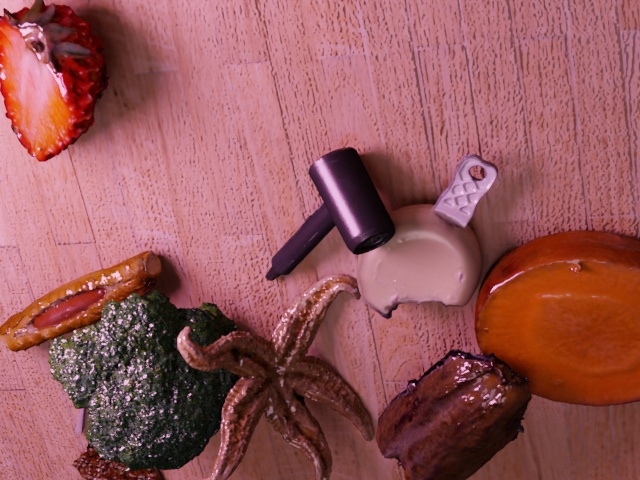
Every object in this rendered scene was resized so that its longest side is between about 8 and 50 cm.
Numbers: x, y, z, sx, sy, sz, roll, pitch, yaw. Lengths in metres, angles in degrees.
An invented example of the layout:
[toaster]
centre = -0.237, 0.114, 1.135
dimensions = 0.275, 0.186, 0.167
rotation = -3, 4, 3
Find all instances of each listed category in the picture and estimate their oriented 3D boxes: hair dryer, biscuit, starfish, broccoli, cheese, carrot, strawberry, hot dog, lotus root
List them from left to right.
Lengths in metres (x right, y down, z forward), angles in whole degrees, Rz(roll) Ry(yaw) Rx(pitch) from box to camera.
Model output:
[strawberry]
centre = -0.334, -0.206, 1.884
dimensions = 0.190, 0.111, 0.236
rotation = 50, 148, 16
[hot dog]
centre = -0.341, 0.090, 2.073
dimensions = 0.289, 0.083, 0.068
rotation = -27, 89, 29
[biscuit]
centre = -0.313, 0.360, 2.262
dimensions = 0.131, 0.026, 0.237
rotation = -13, 117, 20
[broccoli]
centre = -0.239, 0.189, 2.035
dimensions = 0.245, 0.265, 0.294
rotation = 25, 169, 33
[starfish]
centre = -0.050, 0.189, 2.008
dimensions = 0.375, 0.094, 0.327
rotation = 17, 95, -38
[hair dryer]
centre = 0.000, 0.000, 1.922
dimensions = 0.255, 0.070, 0.128
rotation = -49, 62, 45
[cheese]
centre = 0.133, -0.010, 1.891
dimensions = 0.163, 0.071, 0.249
rotation = 11, 122, 8
[lotus root]
centre = 0.175, 0.258, 1.979
dimensions = 0.167, 0.078, 0.329
rotation = 31, 143, 0
[carrot]
centre = 0.353, 0.108, 1.888
dimensions = 0.307, 0.100, 0.258
rotation = 10, 127, 8

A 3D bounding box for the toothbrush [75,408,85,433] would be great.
[toothbrush]
centre = -0.352, 0.212, 2.190
dimensions = 0.017, 0.014, 0.194
rotation = 14, 123, 6
